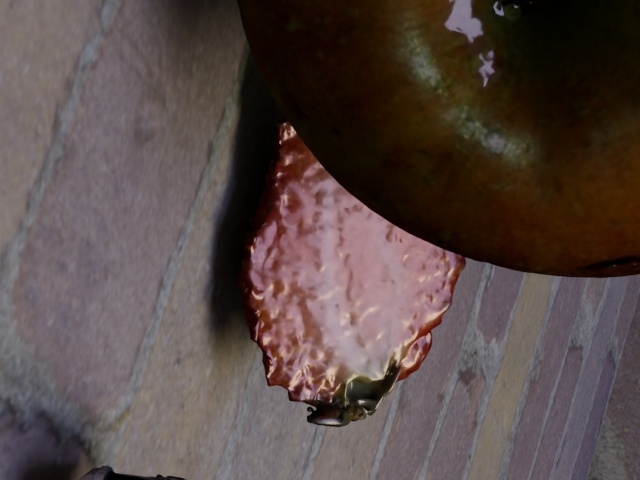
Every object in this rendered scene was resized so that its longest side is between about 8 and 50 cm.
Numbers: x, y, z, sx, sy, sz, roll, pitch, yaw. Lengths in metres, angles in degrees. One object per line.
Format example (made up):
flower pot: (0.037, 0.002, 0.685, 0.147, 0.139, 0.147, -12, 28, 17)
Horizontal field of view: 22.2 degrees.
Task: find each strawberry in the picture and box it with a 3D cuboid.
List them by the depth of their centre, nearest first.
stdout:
strawberry: (0.006, 0.000, 1.091, 0.175, 0.106, 0.236, 10, 93, -34)

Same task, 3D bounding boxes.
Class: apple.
apple: (0.133, -0.178, 0.935, 0.374, 0.374, 0.384, -51, 134, -51)

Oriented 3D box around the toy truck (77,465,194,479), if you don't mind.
toy truck: (-0.118, 0.231, 0.865, 0.098, 0.114, 0.227, 131, -25, -85)
